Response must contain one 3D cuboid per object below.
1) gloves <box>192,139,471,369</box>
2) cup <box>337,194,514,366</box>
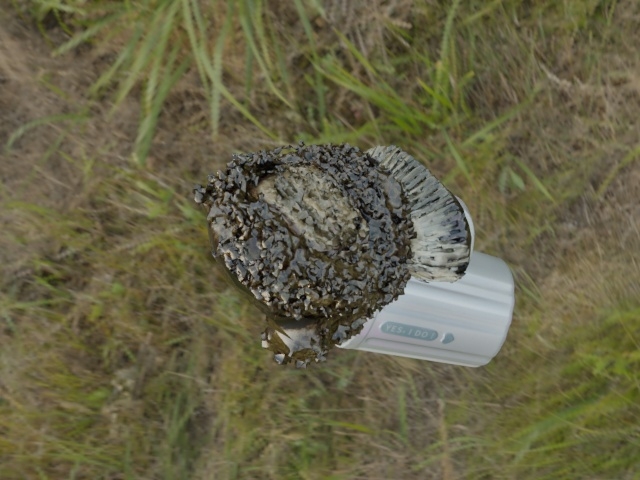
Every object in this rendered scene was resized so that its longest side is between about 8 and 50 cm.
[{"bbox_3d":[0.006,-0.001,1.086,0.135,0.312,0.210,-39,66,37],"label":"gloves"},{"bbox_3d":[0.139,0.062,1.494,0.202,0.221,0.167,13,60,-17],"label":"cup"}]
